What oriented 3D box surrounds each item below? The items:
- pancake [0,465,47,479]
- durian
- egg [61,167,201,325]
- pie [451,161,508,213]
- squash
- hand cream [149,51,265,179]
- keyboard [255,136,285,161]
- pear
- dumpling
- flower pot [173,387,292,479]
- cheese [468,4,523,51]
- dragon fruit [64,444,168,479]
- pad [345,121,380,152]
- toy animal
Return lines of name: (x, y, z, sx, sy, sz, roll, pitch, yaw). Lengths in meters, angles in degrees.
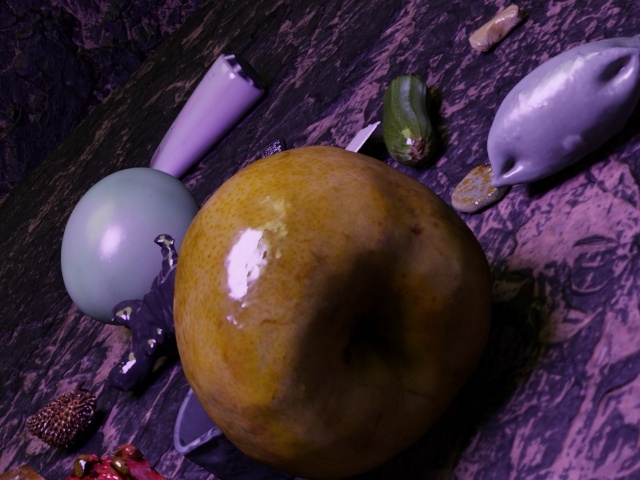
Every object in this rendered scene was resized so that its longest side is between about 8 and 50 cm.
pancake: (-0.504, 0.486, 1.372, 0.382, 0.071, 0.382, -36, 26, 21)
durian: (-0.375, 0.269, 1.490, 0.110, 0.071, 0.140, -16, -29, -54)
egg: (-0.303, 0.010, 1.596, 0.220, 0.220, 0.269, -13, 49, 52)
pie: (0.186, -0.062, 1.136, 0.085, 0.017, 0.085, -36, 25, 20)
squash: (0.120, -0.166, 1.349, 0.219, 0.068, 0.077, -85, 22, -54)
hand cream: (-0.264, -0.232, 2.068, 0.358, 0.118, 0.185, -46, 26, 17)
keyboard: (-0.082, -0.119, 1.690, 0.067, 0.011, 0.202, -40, 25, 13)
pear: (-0.003, 0.057, 0.928, 0.304, 0.304, 0.304, -37, 25, 21)
dumpling: (0.266, -0.133, 1.040, 0.217, 0.149, 0.104, -44, 61, 22)
flower pot: (-0.078, 0.169, 1.107, 0.103, 0.108, 0.229, -31, 27, 33)
cheese: (0.248, -0.295, 1.385, 0.083, 0.030, 0.044, -38, 18, 6)
dragon fruit: (-0.231, 0.307, 1.131, 0.150, 0.133, 0.207, -14, -13, -11)
pad: (0.002, -0.079, 1.422, 0.232, 0.004, 0.156, -51, 7, -3)
toy animal: (-0.196, 0.081, 1.417, 0.343, 0.106, 0.168, -36, 61, 31)
